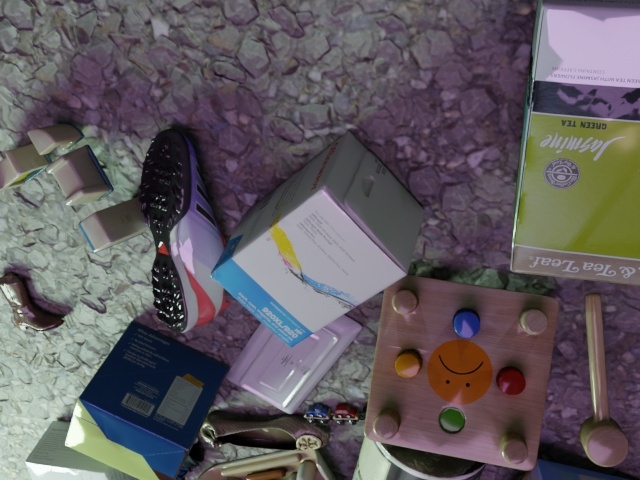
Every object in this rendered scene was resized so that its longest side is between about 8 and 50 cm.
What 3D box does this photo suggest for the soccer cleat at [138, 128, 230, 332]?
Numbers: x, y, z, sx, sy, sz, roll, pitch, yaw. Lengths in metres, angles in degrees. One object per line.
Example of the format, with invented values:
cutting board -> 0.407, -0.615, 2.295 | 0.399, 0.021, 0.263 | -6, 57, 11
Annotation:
soccer cleat -> -0.202, -0.019, 1.209 | 0.109, 0.116, 0.318 | 14, 113, 41

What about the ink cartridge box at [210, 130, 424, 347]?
ink cartridge box -> 0.000, 0.000, 1.105 | 0.168, 0.171, 0.233 | 45, 124, -15

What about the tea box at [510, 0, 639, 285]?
tea box -> 0.396, -0.130, 0.875 | 0.329, 0.220, 0.323 | 7, 123, 12

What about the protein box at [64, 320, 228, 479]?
protein box -> -0.299, 0.286, 1.362 | 0.200, 0.201, 0.136 | 26, 126, -2

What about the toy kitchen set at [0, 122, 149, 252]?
toy kitchen set -> -0.392, -0.069, 1.229 | 0.166, 0.122, 0.207 | -28, 91, 30

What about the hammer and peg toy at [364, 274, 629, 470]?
hammer and peg toy -> 0.258, 0.190, 1.136 | 0.361, 0.127, 0.266 | 7, 90, 11

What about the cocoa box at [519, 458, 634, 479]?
cocoa box -> 0.425, 0.567, 1.231 | 0.231, 0.347, 0.228 | 15, 126, -11

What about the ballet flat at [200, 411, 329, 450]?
ballet flat -> -0.107, 0.364, 1.448 | 0.250, 0.058, 0.084 | 3, 124, 14

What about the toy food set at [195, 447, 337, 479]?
toy food set -> -0.080, 0.530, 1.530 | 0.306, 0.092, 0.219 | -18, 116, 26

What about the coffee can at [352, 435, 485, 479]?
coffee can -> 0.155, 0.401, 1.309 | 0.201, 0.201, 0.275 | 15, 125, 6

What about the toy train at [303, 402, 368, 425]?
toy train -> 0.043, 0.309, 1.388 | 0.158, 0.027, 0.036 | -3, 118, 17

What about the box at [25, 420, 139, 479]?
box -> -0.474, 0.479, 1.592 | 0.182, 0.119, 0.181 | 3, 123, 13

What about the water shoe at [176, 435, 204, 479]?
water shoe -> -0.271, 0.438, 1.536 | 0.080, 0.073, 0.203 | 12, 126, 5

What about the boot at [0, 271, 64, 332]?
boot -> -0.529, 0.110, 1.417 | 0.106, 0.037, 0.114 | -3, 117, 15

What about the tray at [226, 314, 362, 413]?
tray -> -0.054, 0.201, 1.342 | 0.145, 0.030, 0.270 | 30, 126, -6

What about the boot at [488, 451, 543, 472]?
boot -> 0.334, 0.381, 1.349 | 0.087, 0.042, 0.118 | -17, 116, 32
